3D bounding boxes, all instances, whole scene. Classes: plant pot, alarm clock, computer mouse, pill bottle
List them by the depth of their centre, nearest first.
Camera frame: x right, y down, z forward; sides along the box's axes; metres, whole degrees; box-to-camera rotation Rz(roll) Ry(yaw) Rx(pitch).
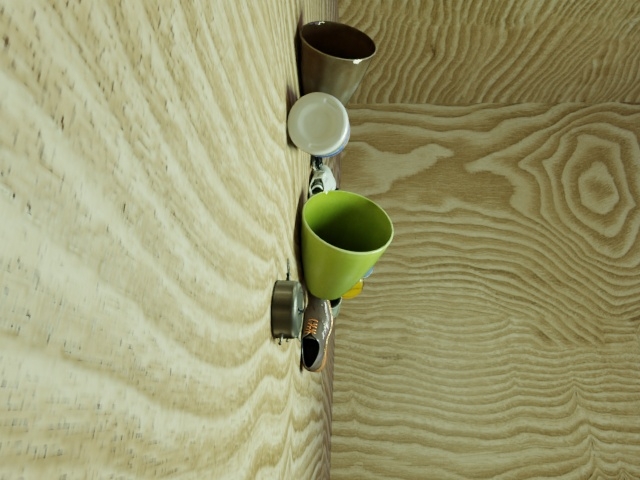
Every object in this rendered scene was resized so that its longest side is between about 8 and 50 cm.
[{"bbox_3d":[-0.071,0.134,1.065,0.129,0.064,0.192,58,30,-81],"label":"alarm clock"},{"bbox_3d":[0.004,-0.301,1.281,0.272,0.152,0.152,-54,145,-80],"label":"pill bottle"},{"bbox_3d":[0.026,-0.479,1.390,0.230,0.215,0.215,108,-9,-47],"label":"plant pot"},{"bbox_3d":[0.048,0.044,1.477,0.274,0.275,0.293,-83,-172,-48],"label":"plant pot"},{"bbox_3d":[-0.011,-0.383,1.630,0.272,0.072,0.188,109,-16,-64],"label":"computer mouse"}]

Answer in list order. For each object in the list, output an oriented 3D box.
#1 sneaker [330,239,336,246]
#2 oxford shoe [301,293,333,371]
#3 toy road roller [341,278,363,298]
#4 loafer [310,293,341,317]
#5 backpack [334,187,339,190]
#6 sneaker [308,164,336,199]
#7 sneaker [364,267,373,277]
[{"bbox_3d":[0.000,0.000,1.696,0.225,0.093,0.088,127,-13,-69],"label":"sneaker"},{"bbox_3d":[-0.015,0.291,1.557,0.098,0.097,0.271,52,37,-70],"label":"oxford shoe"},{"bbox_3d":[0.129,0.121,2.338,0.240,0.203,0.329,-122,-147,-82],"label":"toy road roller"},{"bbox_3d":[0.023,0.213,1.742,0.111,0.112,0.319,56,-10,36],"label":"loafer"},{"bbox_3d":[0.019,-0.140,1.800,0.084,0.105,0.114,-51,149,-44],"label":"backpack"},{"bbox_3d":[0.002,-0.204,1.707,0.095,0.090,0.235,72,16,-47],"label":"sneaker"},{"bbox_3d":[0.117,-0.014,1.867,0.315,0.127,0.182,56,-14,14],"label":"sneaker"}]
